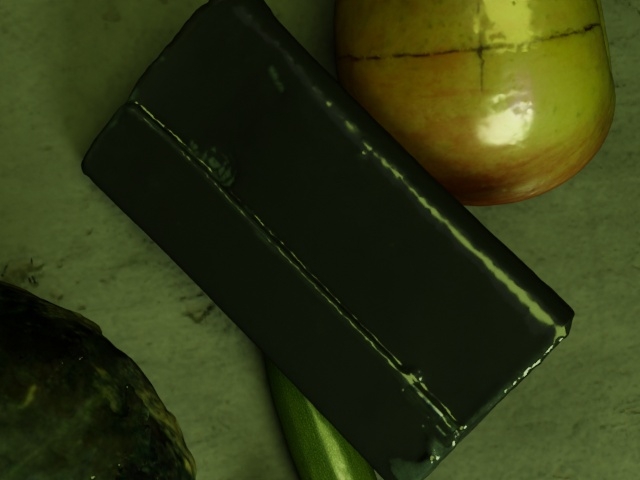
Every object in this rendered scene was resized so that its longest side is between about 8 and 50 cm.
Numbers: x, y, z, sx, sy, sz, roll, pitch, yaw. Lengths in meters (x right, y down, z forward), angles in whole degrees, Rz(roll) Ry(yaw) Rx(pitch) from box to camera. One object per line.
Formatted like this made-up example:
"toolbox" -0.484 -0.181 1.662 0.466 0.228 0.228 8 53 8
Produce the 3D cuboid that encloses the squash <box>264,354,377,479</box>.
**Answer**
"squash" 0.009 0.189 1.718 0.066 0.066 0.252 -21 89 -20

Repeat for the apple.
"apple" 0.131 -0.166 1.700 0.233 0.286 0.286 -9 85 11

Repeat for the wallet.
"wallet" 0.000 0.000 1.640 0.406 0.062 0.228 45 112 8

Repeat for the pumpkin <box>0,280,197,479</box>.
"pumpkin" -0.304 0.238 1.462 0.454 0.344 0.454 4 76 -17
